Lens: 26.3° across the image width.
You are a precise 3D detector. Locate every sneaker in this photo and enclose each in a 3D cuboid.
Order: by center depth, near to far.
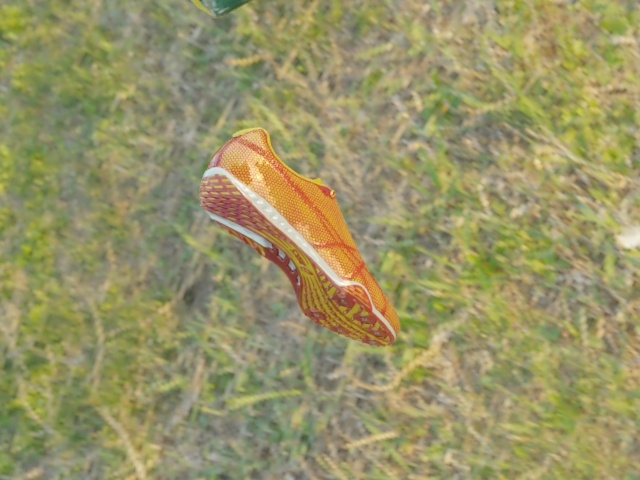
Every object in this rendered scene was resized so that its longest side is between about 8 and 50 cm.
[{"bbox_3d":[0.000,0.000,0.853,0.064,0.175,0.067,-8,41,46],"label":"sneaker"}]

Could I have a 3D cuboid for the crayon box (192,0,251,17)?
[{"bbox_3d":[0.013,-0.250,0.470,0.313,0.106,0.363,-32,39,-9],"label":"crayon box"}]
